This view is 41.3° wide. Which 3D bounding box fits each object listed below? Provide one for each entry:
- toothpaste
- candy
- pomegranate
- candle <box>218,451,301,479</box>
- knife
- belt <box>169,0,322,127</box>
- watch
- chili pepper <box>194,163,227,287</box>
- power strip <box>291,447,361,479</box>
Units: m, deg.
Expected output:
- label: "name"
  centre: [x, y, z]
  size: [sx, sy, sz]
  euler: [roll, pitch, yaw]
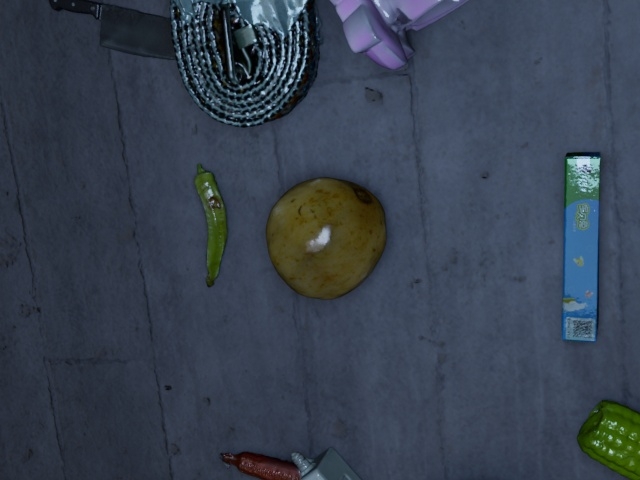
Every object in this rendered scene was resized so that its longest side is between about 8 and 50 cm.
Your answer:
- label: "toothpaste"
  centre: [0.372, 0.010, 1.211]
  size: [0.050, 0.065, 0.267]
  euler: [2, 103, 20]
- label: "candy"
  centre: [0.480, 0.309, 1.231]
  size: [0.209, 0.097, 0.097]
  euler: [26, 108, 5]
- label: "pomegranate"
  centre: [0.000, 0.000, 1.266]
  size: [0.196, 0.196, 0.196]
  euler: [4, 103, 17]
- label: "candle"
  centre: [-0.099, 0.390, 1.447]
  size: [0.162, 0.048, 0.053]
  euler: [11, 124, 15]
- label: "knife"
  centre: [-0.332, -0.345, 1.379]
  size: [0.245, 0.019, 0.072]
  euler: [16, 107, 11]
- label: "belt"
  centre: [-0.103, -0.299, 1.248]
  size: [0.207, 0.150, 0.258]
  euler: [-2, 102, 9]
- label: "watch"
  centre: [0.124, -0.357, 1.114]
  size: [0.217, 0.248, 0.211]
  euler: [-31, 90, 18]
- label: "chili pepper"
  centre: [-0.175, -0.021, 1.387]
  size: [0.048, 0.043, 0.208]
  euler: [-3, 101, 5]
- label: "power strip"
  centre: [0.074, 0.466, 1.382]
  size: [0.338, 0.098, 0.058]
  euler: [48, 112, 3]
